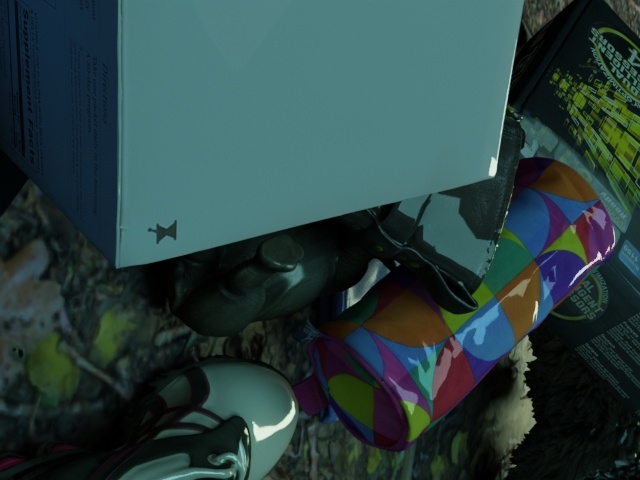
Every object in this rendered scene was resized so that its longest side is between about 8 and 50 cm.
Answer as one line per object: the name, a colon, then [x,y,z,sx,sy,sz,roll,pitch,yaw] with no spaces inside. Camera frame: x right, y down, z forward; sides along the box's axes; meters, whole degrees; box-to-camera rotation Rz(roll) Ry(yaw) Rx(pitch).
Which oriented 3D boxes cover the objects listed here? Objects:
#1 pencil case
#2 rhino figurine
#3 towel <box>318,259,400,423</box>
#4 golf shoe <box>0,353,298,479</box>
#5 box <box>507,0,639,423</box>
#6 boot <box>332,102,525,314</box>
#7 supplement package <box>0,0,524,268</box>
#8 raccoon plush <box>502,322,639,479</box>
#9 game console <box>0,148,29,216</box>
pencil case: [0.092,0.039,0.806,0.236,0.104,0.104,-36,125,-26]
rhino figurine: [0.000,0.000,0.796,0.243,0.106,0.073,-17,66,-42]
towel: [0.088,0.023,1.003,0.285,0.034,0.209,-11,107,-52]
golf shoe: [-0.079,0.145,0.709,0.273,0.120,0.105,-22,111,-53]
box: [0.294,0.004,1.034,0.395,0.097,0.318,46,42,-6]
boot: [0.026,-0.104,0.740,0.229,0.091,0.263,18,72,-23]
supplement package: [-0.026,-0.151,0.514,0.204,0.145,0.262,-14,125,-31]
raccoon plush: [0.220,0.234,1.068,0.446,0.216,0.299,-35,116,-54]
game console: [-0.232,-0.104,0.428,0.342,0.060,0.387,-61,147,-42]
